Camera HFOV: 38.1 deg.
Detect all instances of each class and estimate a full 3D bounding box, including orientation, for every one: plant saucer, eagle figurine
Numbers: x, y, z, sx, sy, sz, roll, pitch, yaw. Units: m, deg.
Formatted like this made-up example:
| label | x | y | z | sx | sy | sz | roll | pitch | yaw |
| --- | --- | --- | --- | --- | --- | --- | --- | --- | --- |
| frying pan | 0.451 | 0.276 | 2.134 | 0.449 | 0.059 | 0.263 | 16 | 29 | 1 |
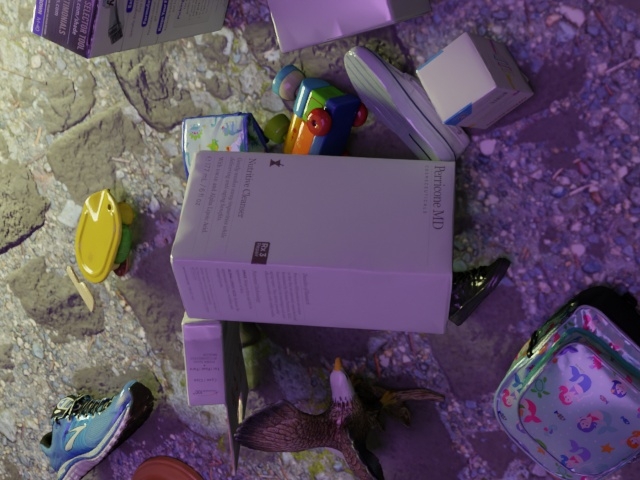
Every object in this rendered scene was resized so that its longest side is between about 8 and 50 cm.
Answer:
| label | x | y | z | sx | sy | sz | roll | pitch | yaw |
| --- | --- | --- | --- | --- | --- | --- | --- | --- | --- |
| plant saucer | -0.301 | 0.528 | 1.850 | 0.200 | 0.037 | 0.200 | 8 | 111 | 23 |
| eagle figurine | 0.027 | 0.295 | 1.455 | 0.226 | 0.298 | 0.225 | -34 | 92 | 31 |

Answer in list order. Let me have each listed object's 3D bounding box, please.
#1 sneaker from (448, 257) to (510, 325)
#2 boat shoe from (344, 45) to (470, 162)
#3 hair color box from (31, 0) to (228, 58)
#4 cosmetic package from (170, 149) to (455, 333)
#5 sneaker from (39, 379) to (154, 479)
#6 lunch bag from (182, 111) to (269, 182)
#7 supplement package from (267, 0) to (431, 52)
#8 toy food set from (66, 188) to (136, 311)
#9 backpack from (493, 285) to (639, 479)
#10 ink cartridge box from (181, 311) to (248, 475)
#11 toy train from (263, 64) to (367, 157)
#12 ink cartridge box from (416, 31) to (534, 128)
| label | x | y | z | sx | sy | sz | roll | pitch | yaw |
| --- | --- | --- | --- | --- | --- | --- | --- | --- | --- |
| sneaker | 0.210 | 0.069 | 1.429 | 0.089 | 0.051 | 0.170 | 38 | 123 | 4 |
| boat shoe | 0.128 | -0.203 | 1.364 | 0.226 | 0.076 | 0.083 | 51 | 158 | -7 |
| hair color box | -0.249 | -0.384 | 1.325 | 0.110 | 0.339 | 0.185 | 26 | 117 | 15 |
| cosmetic package | 0.000 | 0.000 | 1.332 | 0.385 | 0.217 | 0.156 | 1 | 142 | 6 |
| sneaker | -0.455 | 0.362 | 1.814 | 0.147 | 0.130 | 0.330 | 49 | 121 | 0 |
| lunch bag | -0.152 | -0.134 | 1.510 | 0.129 | 0.096 | 0.151 | -1 | 117 | 27 |
| supplement package | 0.017 | -0.429 | 1.275 | 0.177 | 0.175 | 0.293 | -9 | 104 | 27 |
| toy food set | -0.388 | 0.007 | 1.698 | 0.128 | 0.071 | 0.218 | 43 | 122 | 35 |
| backpack | 0.380 | 0.225 | 1.332 | 0.225 | 0.191 | 0.253 | 43 | 126 | 5 |
| ink cartridge box | -0.169 | 0.197 | 1.519 | 0.066 | 0.296 | 0.261 | -3 | 108 | 0 |
| toy train | -0.035 | -0.143 | 1.458 | 0.143 | 0.105 | 0.248 | 40 | 129 | 27 |
| ink cartridge box | 0.218 | -0.217 | 1.281 | 0.092 | 0.143 | 0.090 | -35 | 73 | 31 |
